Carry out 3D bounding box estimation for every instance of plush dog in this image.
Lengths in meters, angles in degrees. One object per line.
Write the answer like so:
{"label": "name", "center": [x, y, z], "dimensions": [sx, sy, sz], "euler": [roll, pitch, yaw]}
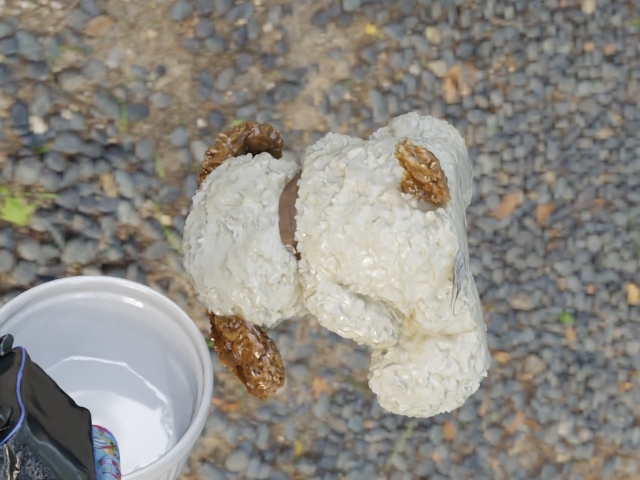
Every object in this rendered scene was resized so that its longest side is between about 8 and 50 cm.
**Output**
{"label": "plush dog", "center": [0.000, 0.000, 0.978], "dimensions": [0.210, 0.225, 0.262], "euler": [53, 31, -62]}

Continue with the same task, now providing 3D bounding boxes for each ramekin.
{"label": "ramekin", "center": [-0.199, 0.143, 1.095], "dimensions": [0.207, 0.207, 0.109], "euler": [-36, 156, -30]}

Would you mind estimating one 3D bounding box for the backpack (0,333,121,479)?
{"label": "backpack", "center": [-0.220, 0.165, 0.774], "dimensions": [0.173, 0.158, 0.117], "euler": [-41, 109, 0]}
